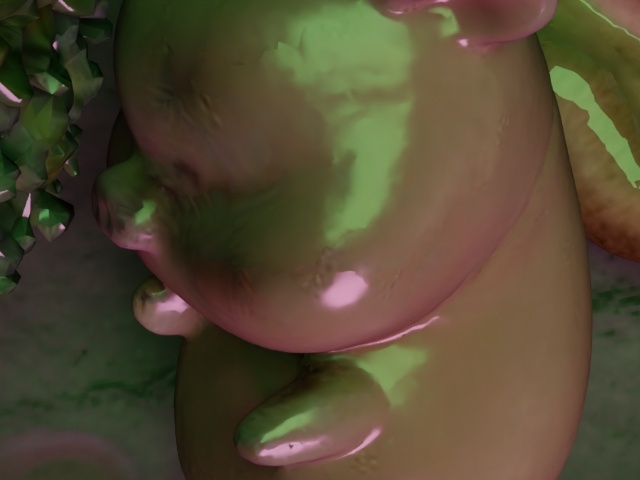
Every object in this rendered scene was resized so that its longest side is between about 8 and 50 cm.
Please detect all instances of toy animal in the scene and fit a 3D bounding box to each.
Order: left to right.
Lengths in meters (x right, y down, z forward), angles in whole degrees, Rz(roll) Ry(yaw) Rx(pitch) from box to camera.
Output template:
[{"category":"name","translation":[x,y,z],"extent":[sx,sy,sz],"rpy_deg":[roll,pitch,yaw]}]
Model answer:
[{"category":"toy animal","translation":[0.011,0.001,0.533],"extent":[0.154,0.166,0.250],"rpy_deg":[-30,130,-34]}]

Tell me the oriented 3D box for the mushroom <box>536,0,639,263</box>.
[{"category":"mushroom","translation":[0.146,-0.113,0.599],"extent":[0.278,0.146,0.278],"rpy_deg":[0,100,2]}]

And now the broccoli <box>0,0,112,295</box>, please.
[{"category":"broccoli","translation":[-0.185,-0.109,0.491],"extent":[0.317,0.277,0.338],"rpy_deg":[42,73,-8]}]
